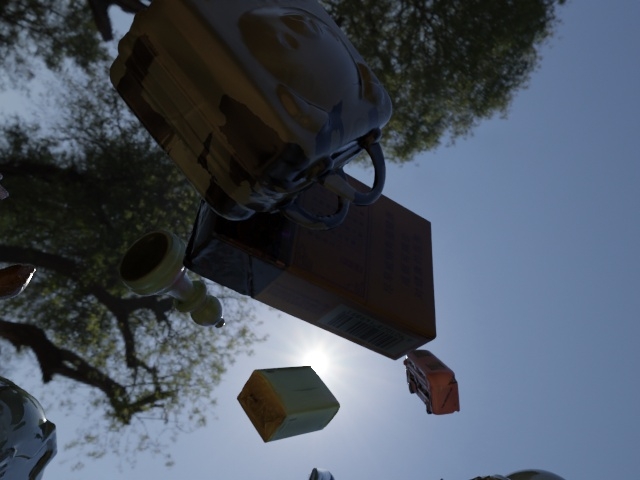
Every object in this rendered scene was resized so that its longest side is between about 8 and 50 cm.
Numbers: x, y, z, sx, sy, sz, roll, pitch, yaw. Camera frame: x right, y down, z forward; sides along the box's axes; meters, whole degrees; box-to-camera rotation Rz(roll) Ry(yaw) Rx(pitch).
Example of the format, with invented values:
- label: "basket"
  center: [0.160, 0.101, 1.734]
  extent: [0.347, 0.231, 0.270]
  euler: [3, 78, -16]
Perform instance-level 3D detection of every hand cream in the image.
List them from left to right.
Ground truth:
- label: "hand cream"
  center: [-0.015, 0.584, 1.392]
  extent: [0.077, 0.341, 0.124]
  euler: [14, -106, 12]

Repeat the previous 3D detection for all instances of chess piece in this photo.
- label: "chess piece"
  center: [-0.281, 0.108, 1.237]
  extent: [0.139, 0.272, 0.139]
  euler: [-18, -135, 18]

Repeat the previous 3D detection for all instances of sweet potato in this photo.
- label: "sweet potato"
  center: [-0.589, 0.105, 1.019]
  extent: [0.218, 0.065, 0.051]
  euler: [-45, -165, -32]

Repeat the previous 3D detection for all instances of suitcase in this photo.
- label: "suitcase"
  center: [-0.044, -0.176, 0.770]
  extent: [0.194, 0.351, 0.339]
  euler: [-37, -89, 35]

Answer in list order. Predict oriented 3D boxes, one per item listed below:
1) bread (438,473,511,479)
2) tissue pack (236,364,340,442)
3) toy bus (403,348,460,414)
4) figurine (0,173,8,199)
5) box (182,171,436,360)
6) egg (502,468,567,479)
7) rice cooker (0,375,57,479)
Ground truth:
- label: "bread"
  center: [0.201, 0.409, 0.495]
  extent: [0.143, 0.323, 0.333]
  euler: [-34, -150, 30]
- label: "tissue pack"
  center: [-0.083, 0.429, 1.590]
  extent: [0.159, 0.234, 0.125]
  euler: [47, -67, 34]
- label: "toy bus"
  center: [0.220, 0.280, 1.188]
  extent: [0.203, 0.063, 0.090]
  euler: [-155, -121, -82]
- label: "figurine"
  center: [-0.475, -0.091, 0.523]
  extent: [0.316, 0.206, 0.284]
  euler: [-60, 169, -45]
- label: "box"
  center: [0.000, 0.000, 0.991]
  extent: [0.116, 0.415, 0.264]
  euler: [-41, -148, 43]
- label: "egg"
  center: [0.339, 0.572, 1.059]
  extent: [0.371, 0.230, 0.230]
  euler: [-38, -145, -26]
- label: "rice cooker"
  center: [-0.419, 0.202, 0.514]
  extent: [0.277, 0.288, 0.288]
  euler: [28, -83, 5]
